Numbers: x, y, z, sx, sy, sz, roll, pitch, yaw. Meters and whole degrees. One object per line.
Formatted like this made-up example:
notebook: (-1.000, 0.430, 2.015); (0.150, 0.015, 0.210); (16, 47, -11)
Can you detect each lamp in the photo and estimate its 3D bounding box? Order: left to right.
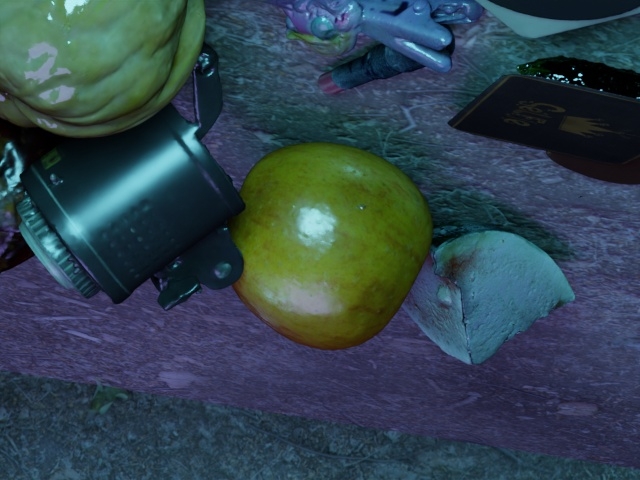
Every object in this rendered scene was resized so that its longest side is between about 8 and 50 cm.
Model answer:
lamp: (-0.242, -0.063, 1.937); (0.272, 0.205, 0.374); (-23, 128, -16)

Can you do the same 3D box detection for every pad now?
pad: (0.260, -0.120, 1.871); (0.315, 0.063, 0.375); (13, 173, -4)

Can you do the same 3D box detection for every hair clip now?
hair clip: (0.042, -0.259, 1.764); (0.278, 0.090, 0.137); (10, 151, 3)

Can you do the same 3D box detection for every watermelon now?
watermelon: (0.195, 0.081, 2.384); (0.290, 0.213, 0.320); (-4, 166, 38)

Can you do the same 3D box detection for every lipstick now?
lipstick: (0.069, -0.218, 1.918); (0.053, 0.053, 0.234); (24, 158, -30)

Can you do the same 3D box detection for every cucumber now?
cucumber: (0.376, -0.163, 1.861); (0.300, 0.072, 0.072); (13, 159, -6)

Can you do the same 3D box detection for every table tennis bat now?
table tennis bat: (0.345, -0.125, 2.049); (0.274, 0.021, 0.154); (19, 158, -23)

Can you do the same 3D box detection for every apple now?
apple: (0.000, 0.000, 2.188); (0.275, 0.299, 0.299); (23, 157, -10)

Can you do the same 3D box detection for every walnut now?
walnut: (-0.265, -0.248, 1.694); (0.285, 0.285, 0.296); (14, 172, -6)

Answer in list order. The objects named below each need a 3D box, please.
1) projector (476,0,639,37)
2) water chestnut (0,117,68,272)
projector: (0.235, -0.308, 1.551); (0.257, 0.079, 0.259); (-10, 151, 43)
water chestnut: (-0.458, -0.134, 2.125); (0.335, 0.347, 0.335); (11, 118, 21)
